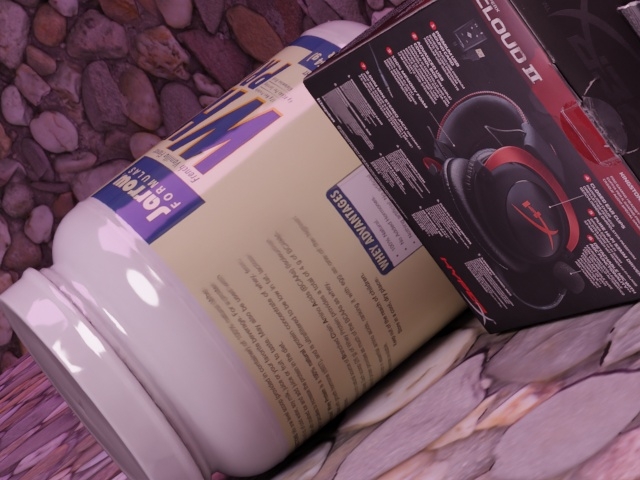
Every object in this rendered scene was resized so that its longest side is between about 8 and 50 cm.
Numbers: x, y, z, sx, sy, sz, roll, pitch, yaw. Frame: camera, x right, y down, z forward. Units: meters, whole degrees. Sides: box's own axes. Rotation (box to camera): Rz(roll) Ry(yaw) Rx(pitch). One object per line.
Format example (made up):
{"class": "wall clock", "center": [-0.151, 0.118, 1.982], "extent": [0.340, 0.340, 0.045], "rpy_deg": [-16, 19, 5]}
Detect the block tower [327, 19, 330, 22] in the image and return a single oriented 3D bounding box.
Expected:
{"class": "block tower", "center": [-0.037, -0.071, 2.051], "extent": [0.335, 0.091, 0.097], "rpy_deg": [-60, 6, 6]}

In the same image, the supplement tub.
{"class": "supplement tub", "center": [-0.043, 0.021, 1.364], "extent": [0.325, 0.235, 0.235], "rpy_deg": [-38, 7, -13]}

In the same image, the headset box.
{"class": "headset box", "center": [0.143, -0.073, 1.144], "extent": [0.110, 0.218, 0.293], "rpy_deg": [-40, 7, -24]}
